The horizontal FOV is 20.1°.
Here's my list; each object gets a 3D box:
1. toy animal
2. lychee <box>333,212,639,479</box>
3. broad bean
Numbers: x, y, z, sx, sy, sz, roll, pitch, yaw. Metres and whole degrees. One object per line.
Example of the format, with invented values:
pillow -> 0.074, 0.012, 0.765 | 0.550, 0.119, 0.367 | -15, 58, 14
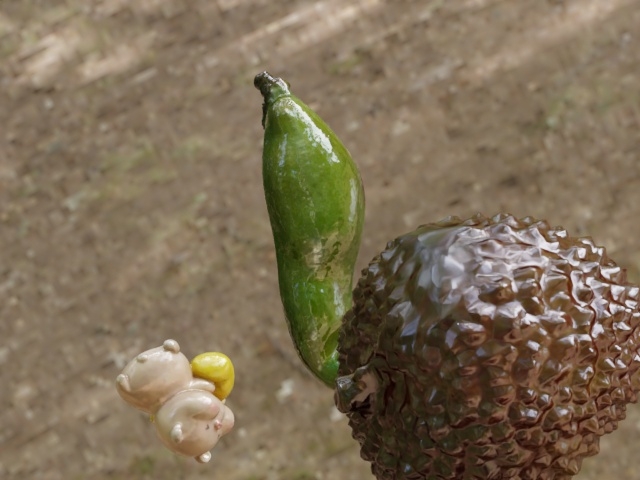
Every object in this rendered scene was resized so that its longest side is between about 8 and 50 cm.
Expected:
toy animal -> -0.113, 0.139, 1.540 | 0.091, 0.114, 0.082 | -29, 46, 9
lychee -> 0.069, 0.048, 0.723 | 0.129, 0.123, 0.123 | -4, 26, 4
broad bean -> 0.000, 0.000, 1.087 | 0.070, 0.213, 0.048 | -18, 6, 1
